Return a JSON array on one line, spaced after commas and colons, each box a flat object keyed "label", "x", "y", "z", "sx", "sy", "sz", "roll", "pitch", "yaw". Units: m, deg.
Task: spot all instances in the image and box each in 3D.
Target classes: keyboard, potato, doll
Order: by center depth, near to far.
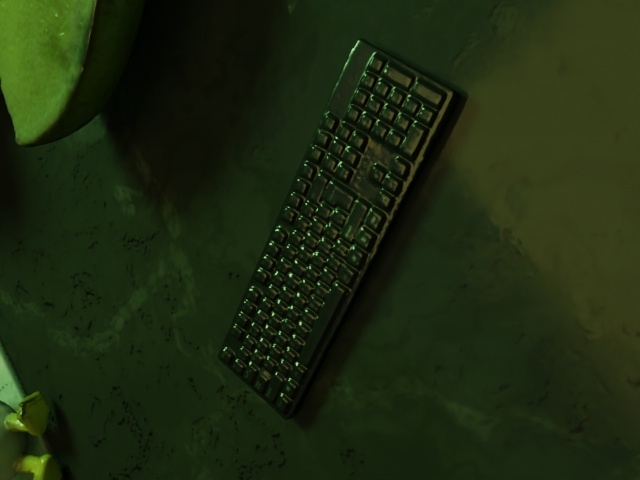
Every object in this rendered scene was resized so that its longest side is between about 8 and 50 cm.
[{"label": "keyboard", "x": 0.000, "y": 0.000, "z": 0.570, "sx": 0.101, "sy": 0.018, "sz": 0.310, "roll": 37, "pitch": 115, "yaw": 25}, {"label": "potato", "x": -0.245, "y": -0.218, "z": 0.662, "sx": 0.269, "sy": 0.112, "sz": 0.255, "roll": 11, "pitch": 106, "yaw": 37}, {"label": "doll", "x": -0.470, "y": 0.249, "z": 0.887, "sx": 0.365, "sy": 0.094, "sz": 0.160, "roll": -6, "pitch": 95, "yaw": 35}]

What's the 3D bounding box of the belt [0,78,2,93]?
[{"label": "belt", "x": -0.450, "y": -0.174, "z": 0.844, "sx": 0.232, "sy": 0.053, "sz": 0.071, "roll": -12, "pitch": 90, "yaw": 35}]
